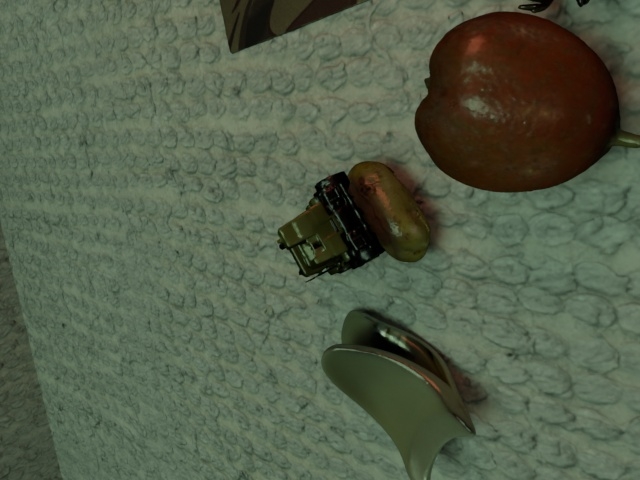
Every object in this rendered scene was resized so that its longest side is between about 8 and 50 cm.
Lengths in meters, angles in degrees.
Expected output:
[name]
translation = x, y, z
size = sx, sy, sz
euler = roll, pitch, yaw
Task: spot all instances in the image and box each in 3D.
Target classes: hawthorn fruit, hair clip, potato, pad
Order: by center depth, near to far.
[hawthorn fruit]
translation = 0.235, -0.145, 0.705
size = 0.251, 0.199, 0.199
euler = 20, 119, 24
[potato]
translation = 0.097, -0.045, 0.928
size = 0.170, 0.080, 0.107
euler = 60, 179, 26
[pad]
translation = -0.066, -0.441, 1.002
size = 0.330, 0.004, 0.220
euler = -4, 102, 45
[hair clip]
translation = 0.116, 0.230, 1.008
size = 0.282, 0.113, 0.172
euler = 38, 129, 21

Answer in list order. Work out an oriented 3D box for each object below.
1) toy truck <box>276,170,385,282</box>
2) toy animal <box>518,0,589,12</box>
[toy truck]
translation = 0.004, -0.002, 0.949
size = 0.127, 0.127, 0.257
euler = 60, 176, 3
[toy animal]
translation = 0.330, -0.334, 0.621
size = 0.260, 0.087, 0.243
euler = 22, 106, 34
